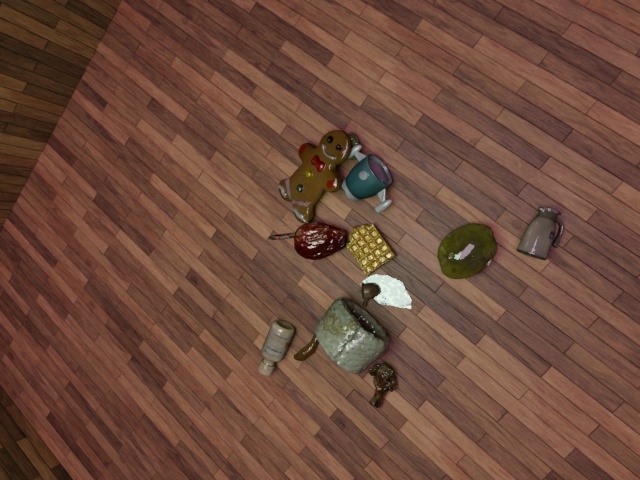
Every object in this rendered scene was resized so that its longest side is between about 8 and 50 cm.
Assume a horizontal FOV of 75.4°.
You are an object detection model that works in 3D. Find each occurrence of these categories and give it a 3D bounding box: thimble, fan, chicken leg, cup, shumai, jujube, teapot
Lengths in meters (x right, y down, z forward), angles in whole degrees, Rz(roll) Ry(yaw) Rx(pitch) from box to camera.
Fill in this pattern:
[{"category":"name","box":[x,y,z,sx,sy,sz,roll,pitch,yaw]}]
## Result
[{"category":"thimble","box":[0.125,0.392,1.702,0.291,0.291,0.195,41,102,15]},{"category":"fan","box":[0.290,0.220,1.788,0.240,0.009,0.131,26,98,18]},{"category":"chicken leg","box":[0.266,0.620,1.771,0.125,0.080,0.196,0,98,30]},{"category":"cup","box":[0.185,-0.251,1.745,0.173,0.167,0.299,-33,79,32]},{"category":"shumai","box":[0.133,-0.420,1.808,0.099,0.123,0.087,2,49,19]},{"category":"jujube","box":[0.000,0.000,1.821,0.236,0.168,0.168,-4,89,9]},{"category":"teapot","box":[0.203,0.232,1.793,0.080,0.085,0.110,-2,119,-2]}]

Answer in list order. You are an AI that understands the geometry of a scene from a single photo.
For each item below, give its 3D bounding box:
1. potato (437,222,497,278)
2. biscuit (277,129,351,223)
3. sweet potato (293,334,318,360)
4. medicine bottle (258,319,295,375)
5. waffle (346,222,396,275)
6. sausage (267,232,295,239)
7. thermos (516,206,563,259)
[{"category":"potato","box":[0.571,0.043,1.617,0.228,0.148,0.197,-18,99,16]},{"category":"biscuit","box":[-0.028,-0.302,1.806,0.432,0.064,0.283,-48,65,29]},{"category":"sweet potato","box":[-0.052,0.494,1.890,0.053,0.054,0.182,44,102,5]},{"category":"medicine bottle","box":[-0.212,0.499,1.914,0.114,0.114,0.252,26,99,18]},{"category":"waffle","box":[0.203,0.026,1.793,0.160,0.055,0.211,-38,79,16]},{"category":"sausage","box":[-0.156,-0.021,1.934,0.198,0.028,0.025,-7,61,20]},{"category":"thermos","box":[0.839,-0.027,1.554,0.137,0.105,0.193,21,91,-8]}]
